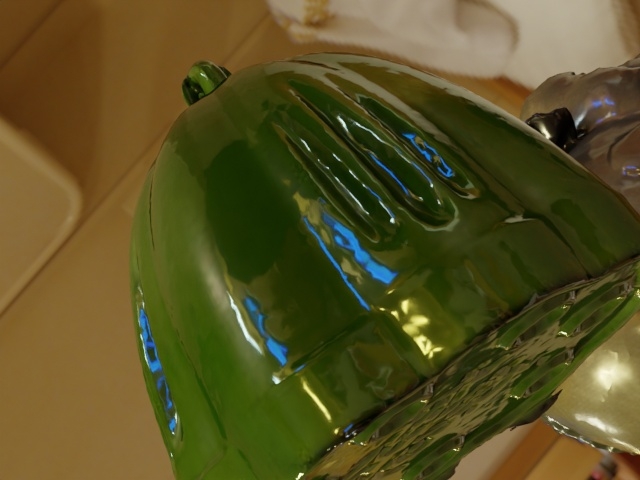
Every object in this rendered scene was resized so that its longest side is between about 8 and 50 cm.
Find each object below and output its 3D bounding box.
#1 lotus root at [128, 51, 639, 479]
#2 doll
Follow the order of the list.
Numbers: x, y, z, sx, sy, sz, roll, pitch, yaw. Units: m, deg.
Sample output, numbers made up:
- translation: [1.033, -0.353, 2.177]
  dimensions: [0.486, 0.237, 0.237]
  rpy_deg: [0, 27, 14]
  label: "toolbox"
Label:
- translation: [0.000, 0.000, 0.448]
  dimensions: [0.186, 0.186, 0.186]
  rpy_deg: [41, 176, 4]
  label: "lotus root"
- translation: [0.240, -0.010, 0.930]
  dimensions: [0.247, 0.349, 0.247]
  rpy_deg: [13, 131, 15]
  label: "doll"
